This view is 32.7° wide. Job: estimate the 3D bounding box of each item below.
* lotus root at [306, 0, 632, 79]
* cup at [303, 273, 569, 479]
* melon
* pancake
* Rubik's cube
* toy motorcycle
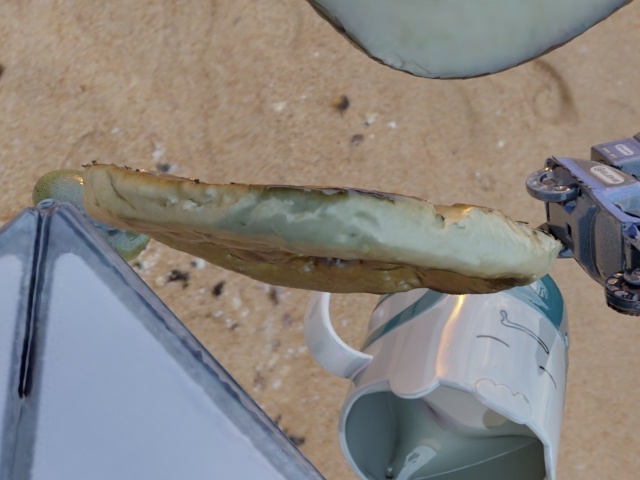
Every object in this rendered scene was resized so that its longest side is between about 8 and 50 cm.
[{"bbox_3d":[0.059,-0.247,0.390,0.390,0.111,0.375,6,101,1],"label":"lotus root"},{"bbox_3d":[0.120,0.119,1.136,0.289,0.219,0.258,30,44,-9],"label":"cup"},{"bbox_3d":[-0.288,-0.034,1.377,0.162,0.099,0.099,30,66,-2],"label":"melon"},{"bbox_3d":[0.000,-0.002,0.806,0.356,0.356,0.065,10,83,-30],"label":"pancake"},{"bbox_3d":[-0.122,0.174,0.538,0.255,0.260,0.259,-43,79,-10],"label":"Rubik's cube"},{"bbox_3d":[0.375,-0.017,1.264,0.212,0.358,0.125,-13,118,-7],"label":"toy motorcycle"}]
